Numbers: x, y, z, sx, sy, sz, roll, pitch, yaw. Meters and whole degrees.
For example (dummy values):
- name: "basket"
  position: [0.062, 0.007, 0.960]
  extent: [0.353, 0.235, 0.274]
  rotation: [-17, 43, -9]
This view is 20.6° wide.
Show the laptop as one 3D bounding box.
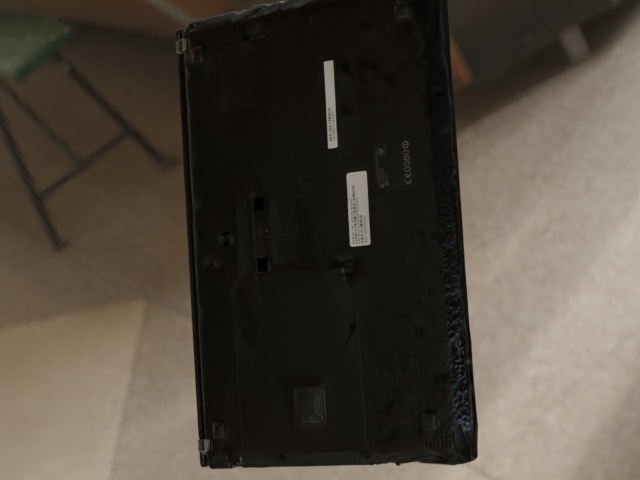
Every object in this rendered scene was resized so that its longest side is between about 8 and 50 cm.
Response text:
- name: "laptop"
  position: [0.000, 0.000, 0.938]
  extent: [0.264, 0.234, 0.137]
  rotation: [-8, -6, 39]
